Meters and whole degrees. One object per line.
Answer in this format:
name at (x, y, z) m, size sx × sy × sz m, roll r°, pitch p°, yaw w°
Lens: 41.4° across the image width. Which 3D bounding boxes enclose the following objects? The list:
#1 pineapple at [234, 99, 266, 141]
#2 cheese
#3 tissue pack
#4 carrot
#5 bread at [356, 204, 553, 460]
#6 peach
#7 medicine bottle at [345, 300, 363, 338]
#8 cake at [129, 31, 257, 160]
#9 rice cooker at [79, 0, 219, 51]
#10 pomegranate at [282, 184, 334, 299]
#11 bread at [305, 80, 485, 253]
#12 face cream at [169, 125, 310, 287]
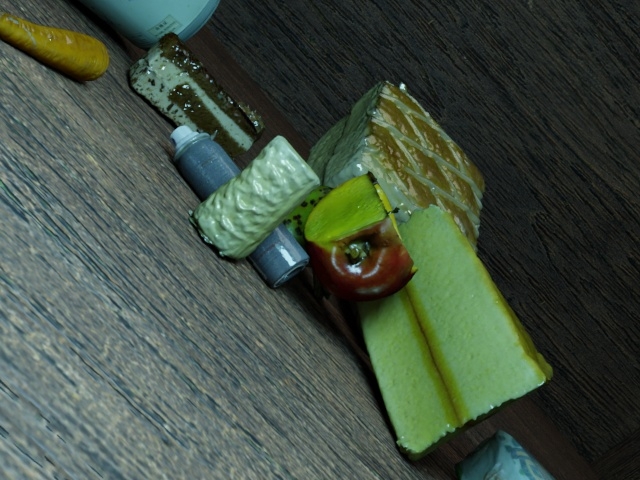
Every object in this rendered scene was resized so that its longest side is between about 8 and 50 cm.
pineapple at (-0.222, -0.266, 1.647) m, size 0.237 × 0.111 × 0.119 m, roll 44°, pitch -22°, yaw -1°
cheese at (-0.087, -0.059, 1.160) m, size 0.094 × 0.167 × 0.123 m, roll 48°, pitch 5°, yaw 15°
tissue pack at (0.362, 0.469, 1.311) m, size 0.311 × 0.128 × 0.228 m, roll 45°, pitch 9°, yaw -19°
carrot at (-0.343, -0.250, 1.072) m, size 0.061 × 0.061 × 0.257 m, roll 51°, pitch 12°, yaw 12°
bread at (0.163, 0.118, 1.306) m, size 0.361 × 0.233 × 0.245 m, roll 61°, pitch 13°, yaw 17°
peach at (0.055, 0.004, 1.323) m, size 0.267 × 0.154 × 0.158 m, roll -106°, pitch 174°, yaw -66°
medicine bottle at (0.119, 0.118, 1.584) m, size 0.131 × 0.131 × 0.250 m, roll 46°, pitch 9°, yaw -23°
cake at (-0.227, -0.256, 1.513) m, size 0.246 × 0.112 × 0.135 m, roll 43°, pitch 8°, yaw -38°
rice cooker at (-0.332, -0.502, 1.516) m, size 0.316 × 0.317 × 0.264 m, roll 40°, pitch 56°, yaw -49°
pomegranate at (0.000, 0.000, 1.481) m, size 0.159 × 0.159 × 0.205 m, roll 25°, pitch 56°, yaw -71°
bread at (0.149, -0.095, 1.854) m, size 0.390 × 0.279 × 0.371 m, roll 46°, pitch 36°, yaw -24°
face cream at (-0.128, -0.057, 1.265) m, size 0.283 × 0.073 × 0.073 m, roll 51°, pitch 8°, yaw 10°
